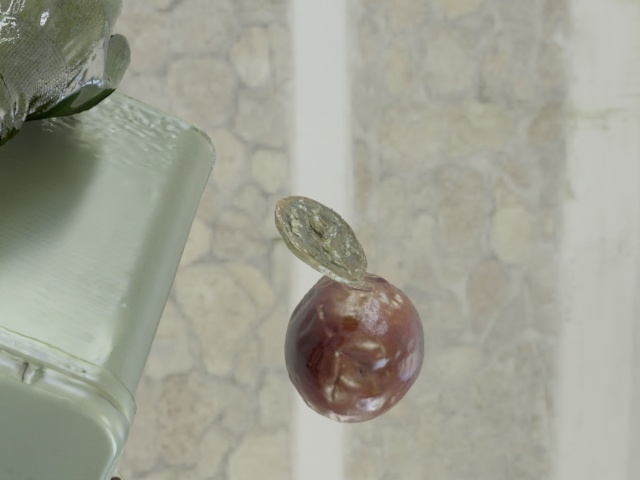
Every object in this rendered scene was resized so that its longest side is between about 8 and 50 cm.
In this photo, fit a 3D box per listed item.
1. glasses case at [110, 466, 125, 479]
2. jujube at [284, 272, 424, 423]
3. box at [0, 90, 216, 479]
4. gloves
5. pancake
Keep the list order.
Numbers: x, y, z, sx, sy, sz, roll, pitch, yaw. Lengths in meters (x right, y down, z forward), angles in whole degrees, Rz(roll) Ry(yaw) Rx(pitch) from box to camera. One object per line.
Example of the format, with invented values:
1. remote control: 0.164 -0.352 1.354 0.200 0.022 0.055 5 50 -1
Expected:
1. glasses case: -0.315 0.346 1.719 0.062 0.095 0.272 -12 -73 62
2. jujube: 0.049 0.152 1.944 0.318 0.223 0.223 -102 -168 -76
3. box: -0.281 0.005 0.944 0.344 0.351 0.177 -75 -170 -50
4. gloves: -0.207 -0.145 0.903 0.107 0.135 0.268 -39 -164 22
5. pancake: 0.000 0.000 1.705 0.028 0.158 0.158 -46 -143 28
